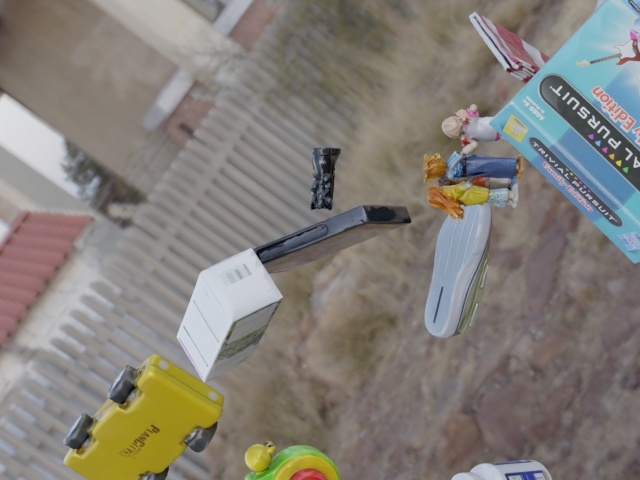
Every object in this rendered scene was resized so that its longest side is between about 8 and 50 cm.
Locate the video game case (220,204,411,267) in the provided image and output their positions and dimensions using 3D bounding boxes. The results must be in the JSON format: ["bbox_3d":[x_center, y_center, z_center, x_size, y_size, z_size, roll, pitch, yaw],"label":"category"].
[{"bbox_3d":[0.000,0.000,1.729,0.248,0.035,0.275,-21,-6,18],"label":"video game case"}]

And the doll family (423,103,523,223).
[{"bbox_3d":[0.254,-0.111,1.789,0.263,0.163,0.118,83,-170,-61],"label":"doll family"}]

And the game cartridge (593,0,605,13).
[{"bbox_3d":[0.567,-0.425,1.744,0.297,0.062,0.198,-33,24,53],"label":"game cartridge"}]

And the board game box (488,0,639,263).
[{"bbox_3d":[0.415,-0.180,1.325,0.336,0.254,0.079,-46,0,-18],"label":"board game box"}]

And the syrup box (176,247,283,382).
[{"bbox_3d":[-0.143,0.119,1.622,0.093,0.096,0.237,-25,-18,-28],"label":"syrup box"}]

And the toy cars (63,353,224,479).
[{"bbox_3d":[-0.151,0.247,1.073,0.087,0.176,0.393,-70,-21,-50],"label":"toy cars"}]

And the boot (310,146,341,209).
[{"bbox_3d":[0.007,-0.099,1.692,0.121,0.045,0.099,-35,-55,-81],"label":"boot"}]

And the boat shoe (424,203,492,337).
[{"bbox_3d":[0.289,0.053,2.141,0.109,0.094,0.302,35,116,46],"label":"boat shoe"}]

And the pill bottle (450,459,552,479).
[{"bbox_3d":[0.333,0.469,1.977,0.112,0.187,0.112,-10,78,55],"label":"pill bottle"}]

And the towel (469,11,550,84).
[{"bbox_3d":[0.439,-0.305,1.976,0.037,0.329,0.237,-54,29,23],"label":"towel"}]

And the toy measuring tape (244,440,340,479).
[{"bbox_3d":[0.016,0.417,1.658,0.121,0.330,0.121,-43,15,14],"label":"toy measuring tape"}]
